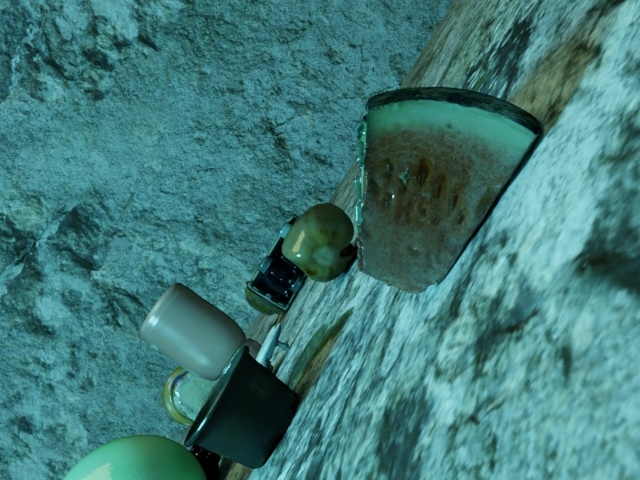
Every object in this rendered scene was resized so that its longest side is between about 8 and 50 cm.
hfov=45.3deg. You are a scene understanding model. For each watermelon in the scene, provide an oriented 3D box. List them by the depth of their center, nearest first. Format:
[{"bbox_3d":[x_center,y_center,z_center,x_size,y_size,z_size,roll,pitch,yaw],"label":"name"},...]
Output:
[{"bbox_3d":[0.080,-0.046,0.777,0.318,0.148,0.226,125,168,-65],"label":"watermelon"}]

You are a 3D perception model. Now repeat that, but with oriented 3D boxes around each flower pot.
[{"bbox_3d":[-0.103,0.237,1.051,0.157,0.107,0.157,-55,5,8],"label":"flower pot"}]

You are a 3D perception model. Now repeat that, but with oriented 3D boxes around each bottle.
[{"bbox_3d":[-0.291,0.261,1.891,0.173,0.297,0.206,-54,1,40],"label":"bottle"}]

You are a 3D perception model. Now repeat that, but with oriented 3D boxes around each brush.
[{"bbox_3d":[-0.297,0.387,2.098,0.267,0.174,0.166,-42,7,-33],"label":"brush"}]

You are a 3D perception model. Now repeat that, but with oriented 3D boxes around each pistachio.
[{"bbox_3d":[0.000,0.000,1.402,0.206,0.132,0.129,-75,-10,-72],"label":"pistachio"}]

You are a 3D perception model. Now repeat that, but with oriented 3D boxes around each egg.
[{"bbox_3d":[-0.277,0.401,1.110,0.269,0.220,0.220,-51,7,31],"label":"egg"}]

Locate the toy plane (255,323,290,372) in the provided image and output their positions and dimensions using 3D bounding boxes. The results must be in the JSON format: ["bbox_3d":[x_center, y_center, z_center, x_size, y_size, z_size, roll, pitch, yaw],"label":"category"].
[{"bbox_3d":[-0.126,0.266,1.504,0.226,0.058,0.226,-55,0,5],"label":"toy plane"}]

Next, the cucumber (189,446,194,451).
[{"bbox_3d":[-0.295,0.509,1.758,0.052,0.058,0.214,-13,-29,-44],"label":"cucumber"}]

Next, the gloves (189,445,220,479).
[{"bbox_3d":[-0.234,0.408,1.374,0.164,0.124,0.203,-28,-13,19],"label":"gloves"}]

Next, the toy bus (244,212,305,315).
[{"bbox_3d":[-0.105,0.081,2.155,0.276,0.134,0.164,-59,4,-31],"label":"toy bus"}]
